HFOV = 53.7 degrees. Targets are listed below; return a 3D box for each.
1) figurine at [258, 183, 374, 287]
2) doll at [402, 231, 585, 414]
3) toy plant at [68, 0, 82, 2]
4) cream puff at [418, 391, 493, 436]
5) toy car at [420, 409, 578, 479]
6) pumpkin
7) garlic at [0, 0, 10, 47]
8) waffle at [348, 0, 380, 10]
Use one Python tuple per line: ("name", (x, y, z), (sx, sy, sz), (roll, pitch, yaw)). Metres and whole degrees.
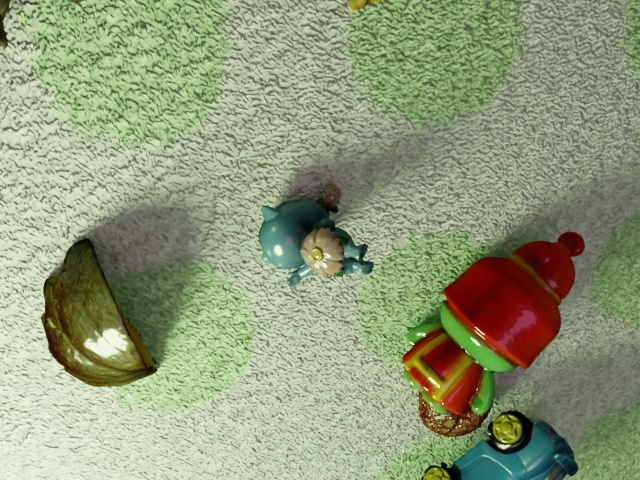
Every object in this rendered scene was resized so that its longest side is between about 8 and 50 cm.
("figurine", (0.001, -0.005, 0.931), (0.144, 0.178, 0.114), (-47, 144, -36))
("doll", (0.287, 0.119, 1.022), (0.363, 0.182, 0.160), (-44, 140, 2))
("toy plant", (-0.235, -0.365, 0.741), (0.200, 0.105, 0.143), (-40, 102, -15))
("cream puff", (0.245, 0.289, 1.134), (0.149, 0.084, 0.149), (-5, 111, -14))
("toy car", (0.321, 0.452, 1.147), (0.314, 0.166, 0.198), (-38, 136, 3))
("pumpkin", (-0.328, 0.145, 0.899), (0.130, 0.149, 0.254), (-23, 116, -13))
("garlic", (-0.466, -0.285, 0.681), (0.245, 0.160, 0.245), (-26, 142, -22))
("waffle", (0.081, -0.407, 0.822), (0.229, 0.057, 0.219), (-41, 115, 6))
